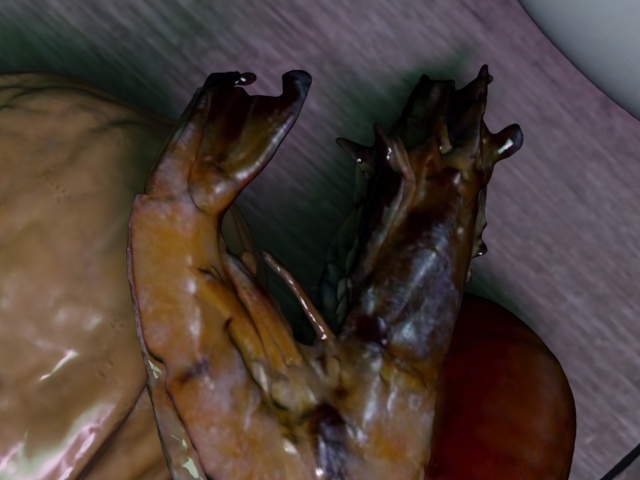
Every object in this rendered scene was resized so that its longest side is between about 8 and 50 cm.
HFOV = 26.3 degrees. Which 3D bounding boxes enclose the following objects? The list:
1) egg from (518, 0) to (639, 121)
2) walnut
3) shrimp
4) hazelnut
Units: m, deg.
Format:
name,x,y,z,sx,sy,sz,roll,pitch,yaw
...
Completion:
name,x,y,z,sx,sy,sz,roll,pitch,yaw
egg,0.243,-0.120,0.580,0.371,0.230,0.230,20,105,-4
walnut,-0.144,0.046,0.627,0.225,0.225,0.261,41,84,-13
shrimp,-0.006,0.002,0.586,0.075,0.289,0.178,-11,138,45
hazelnut,0.028,0.122,0.698,0.201,0.160,0.170,-28,95,45
